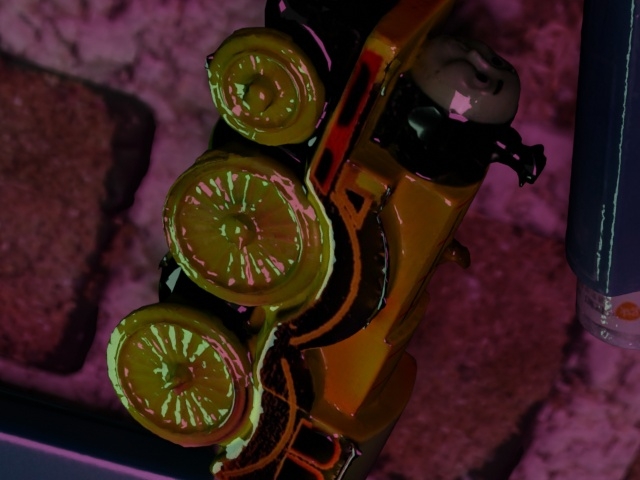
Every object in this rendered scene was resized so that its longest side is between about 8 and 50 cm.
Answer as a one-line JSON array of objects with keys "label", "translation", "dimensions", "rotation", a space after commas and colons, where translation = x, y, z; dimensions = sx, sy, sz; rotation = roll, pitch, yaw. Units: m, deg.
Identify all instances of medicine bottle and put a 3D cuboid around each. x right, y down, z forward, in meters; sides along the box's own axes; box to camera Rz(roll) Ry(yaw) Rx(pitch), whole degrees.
[{"label": "medicine bottle", "translation": [0.139, -0.068, 0.805], "dimensions": [0.124, 0.079, 0.258], "rotation": [-5, 123, -1]}]

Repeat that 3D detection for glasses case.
[{"label": "glasses case", "translation": [-0.213, 0.129, 0.996], "dimensions": [0.301, 0.070, 0.117], "rotation": [16, 117, 0]}]

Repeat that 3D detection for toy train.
[{"label": "toy train", "translation": [0.000, 0.000, 0.845], "dimensions": [0.161, 0.100, 0.296], "rotation": [29, 126, 8]}]
